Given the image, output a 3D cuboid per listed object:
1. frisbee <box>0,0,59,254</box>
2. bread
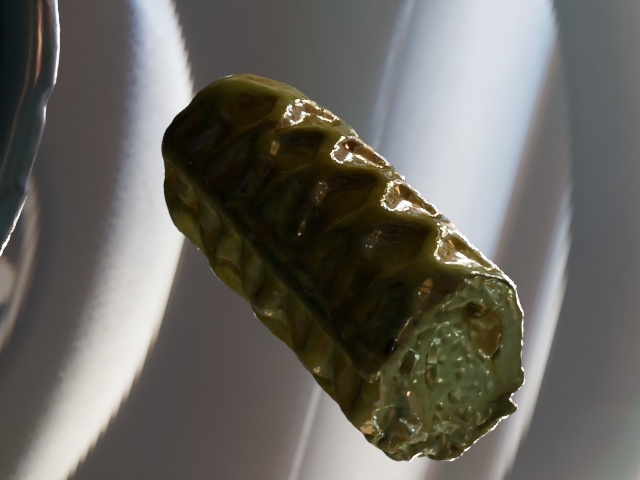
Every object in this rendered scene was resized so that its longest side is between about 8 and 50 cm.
[{"bbox_3d":[-0.226,-0.063,0.697,0.049,0.289,0.289,19,85,-73],"label":"frisbee"},{"bbox_3d":[0.000,0.001,0.911,0.269,0.087,0.098,44,-35,49],"label":"bread"}]
